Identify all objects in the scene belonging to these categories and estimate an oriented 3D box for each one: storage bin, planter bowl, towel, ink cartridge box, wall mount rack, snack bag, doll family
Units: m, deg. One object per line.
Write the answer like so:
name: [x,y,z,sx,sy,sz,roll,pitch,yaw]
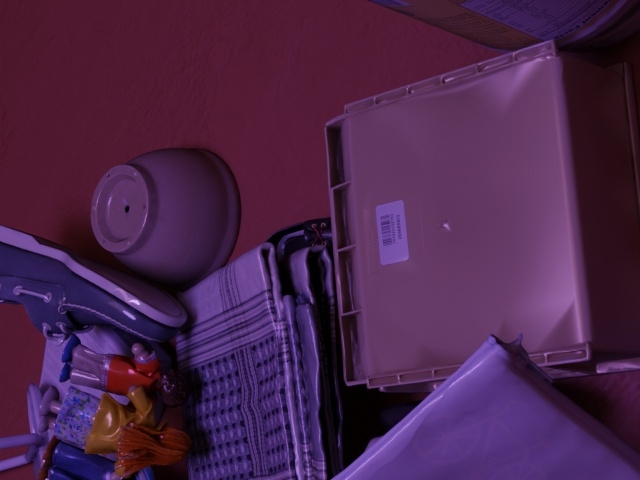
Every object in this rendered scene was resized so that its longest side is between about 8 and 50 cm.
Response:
storage bin: [0.141,-0.007,1.080,0.260,0.123,0.262,-13,77,39]
planter bowl: [-0.184,-0.029,1.372,0.162,0.109,0.162,-6,81,41]
towel: [-0.071,0.175,1.216,0.324,0.056,0.312,-23,68,59]
ink cartridge box: [-0.263,0.184,1.465,0.189,0.066,0.232,39,130,37]
wall mount rack: [-0.375,0.359,1.480,0.304,0.130,0.350,133,128,-65]
snack bag: [0.109,0.254,0.933,0.342,0.323,0.037,-43,35,14]
doll family: [-0.210,0.232,1.296,0.163,0.118,0.263,16,126,6]

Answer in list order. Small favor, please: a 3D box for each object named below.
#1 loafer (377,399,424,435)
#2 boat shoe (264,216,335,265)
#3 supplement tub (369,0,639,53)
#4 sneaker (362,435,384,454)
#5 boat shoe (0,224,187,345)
loafer: [0.128,0.170,1.075,0.220,0.080,0.078,152,111,-63]
boat shoe: [0.000,0.002,1.254,0.133,0.042,0.049,-15,73,37]
supplement tub: [0.135,-0.282,0.981,0.241,0.331,0.241,-6,81,40]
sneaker: [0.098,0.236,1.030,0.111,0.103,0.252,3,131,26]
boat shoe: [-0.272,0.066,1.361,0.319,0.116,0.099,20,89,37]
